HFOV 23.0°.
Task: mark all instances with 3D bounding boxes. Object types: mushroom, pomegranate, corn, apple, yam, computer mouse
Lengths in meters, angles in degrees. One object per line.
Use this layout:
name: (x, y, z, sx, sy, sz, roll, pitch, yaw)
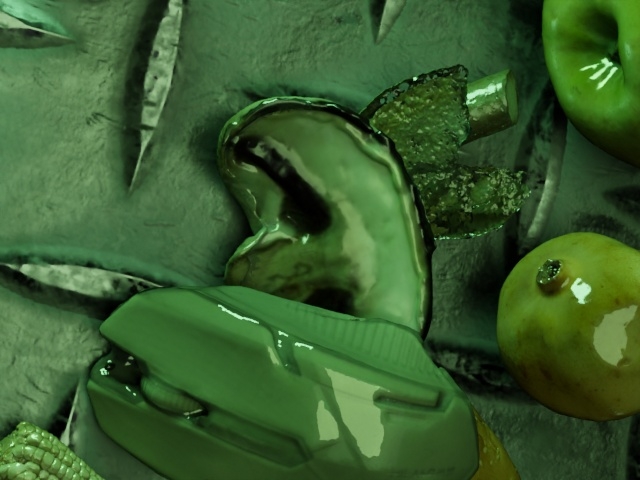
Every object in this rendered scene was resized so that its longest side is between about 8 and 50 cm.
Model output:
mushroom: (0.000, -0.001, 1.746, 0.247, 0.130, 0.344, -27, 101, 5)
pomegranate: (0.317, 0.104, 1.839, 0.233, 0.233, 0.233, -1, 93, -24)
corn: (-0.261, 0.279, 1.658, 0.211, 0.087, 0.087, 44, 76, -19)
apple: (0.423, -0.234, 1.804, 0.305, 0.338, 0.338, 2, 92, -24)
yam: (0.167, -0.146, 1.834, 0.146, 0.070, 0.070, -22, 102, 4)
computer mouse: (-0.038, 0.185, 1.655, 0.429, 0.145, 0.228, 17, 108, 1)

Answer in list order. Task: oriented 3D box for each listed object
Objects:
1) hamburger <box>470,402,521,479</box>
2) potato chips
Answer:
hamburger: (0.146, 0.249, 1.816, 0.131, 0.124, 0.262, -42, 109, -17)
potato chips: (0.133, -0.088, 1.805, 0.202, 0.029, 0.220, -42, 110, 12)
